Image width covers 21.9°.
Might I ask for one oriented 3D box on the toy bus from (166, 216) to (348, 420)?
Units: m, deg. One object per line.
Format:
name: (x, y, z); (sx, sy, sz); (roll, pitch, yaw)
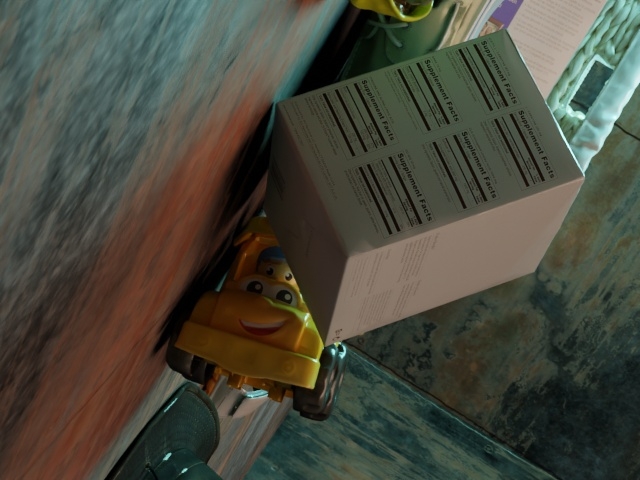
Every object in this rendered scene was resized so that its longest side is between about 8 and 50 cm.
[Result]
toy bus: (-0.033, 0.045, 1.505); (0.220, 0.149, 0.211); (65, 44, -81)

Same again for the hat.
hat: (-0.148, 0.320, 1.757); (0.331, 0.134, 0.331); (-57, 160, -35)

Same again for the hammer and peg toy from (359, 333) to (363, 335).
hammer and peg toy: (0.091, -0.029, 2.272); (0.266, 0.127, 0.361); (-57, 175, 11)

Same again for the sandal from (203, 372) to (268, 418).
sandal: (-0.080, 0.152, 1.982); (0.102, 0.076, 0.265); (-53, 173, -44)

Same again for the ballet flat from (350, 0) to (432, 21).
ballet flat: (0.062, -0.209, 1.145); (0.077, 0.077, 0.231); (-56, 175, -11)

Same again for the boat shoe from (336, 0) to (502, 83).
boat shoe: (0.087, -0.201, 1.447); (0.094, 0.109, 0.302); (18, 110, -51)

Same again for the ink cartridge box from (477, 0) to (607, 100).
ink cartridge box: (0.205, -0.257, 1.721); (0.371, 0.176, 0.069); (-58, -146, 17)

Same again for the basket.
basket: (0.330, -0.258, 2.394); (0.328, 0.266, 0.331); (-59, 176, 10)

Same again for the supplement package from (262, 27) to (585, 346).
supplement package: (0.076, -0.041, 1.356); (0.203, 0.149, 0.194); (-19, 159, -14)
